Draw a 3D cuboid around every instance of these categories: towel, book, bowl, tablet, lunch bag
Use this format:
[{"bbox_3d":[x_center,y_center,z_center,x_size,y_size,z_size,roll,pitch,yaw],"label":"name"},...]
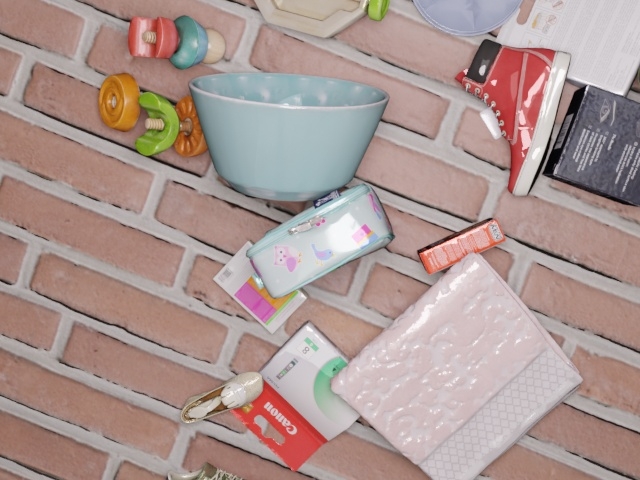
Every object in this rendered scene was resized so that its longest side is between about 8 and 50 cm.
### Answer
[{"bbox_3d":[0.237,0.235,1.286,0.332,0.053,0.317,-43,103,4],"label":"towel"},{"bbox_3d":[-0.105,0.083,1.340,0.144,0.035,0.096,44,99,0],"label":"book"},{"bbox_3d":[-0.053,-0.163,1.200,0.312,0.311,0.163,6,109,3],"label":"bowl"},{"bbox_3d":[0.322,-0.218,1.302,0.083,0.006,0.054,-32,92,5],"label":"tablet"},{"bbox_3d":[0.000,0.000,1.202,0.224,0.279,0.108,-26,88,7],"label":"lunch bag"}]

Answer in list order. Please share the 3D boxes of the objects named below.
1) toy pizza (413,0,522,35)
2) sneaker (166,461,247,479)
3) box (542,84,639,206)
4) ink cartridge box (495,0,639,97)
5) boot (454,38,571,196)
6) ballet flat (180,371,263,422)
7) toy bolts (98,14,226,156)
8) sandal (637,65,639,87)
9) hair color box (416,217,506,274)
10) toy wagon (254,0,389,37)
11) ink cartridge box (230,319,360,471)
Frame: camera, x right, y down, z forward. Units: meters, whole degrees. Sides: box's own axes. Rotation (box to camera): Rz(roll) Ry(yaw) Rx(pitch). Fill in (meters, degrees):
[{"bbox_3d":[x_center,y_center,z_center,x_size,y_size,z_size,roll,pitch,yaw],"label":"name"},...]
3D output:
[{"bbox_3d":[0.248,-0.445,1.276,0.201,0.032,0.201,0,95,2],"label":"toy pizza"},{"bbox_3d":[-0.189,0.439,1.354,0.192,0.064,0.086,-9,99,7],"label":"sneaker"},{"bbox_3d":[0.476,-0.154,1.254,0.158,0.093,0.156,21,95,3],"label":"box"},{"bbox_3d":[0.437,-0.362,1.272,0.232,0.066,0.189,25,96,22],"label":"ink cartridge box"},{"bbox_3d":[0.301,-0.205,1.268,0.176,0.088,0.244,14,102,16],"label":"boot"},{"bbox_3d":[-0.173,0.283,1.332,0.168,0.052,0.057,-28,95,18],"label":"ballet flat"},{"bbox_3d":[-0.252,-0.269,1.295,0.218,0.158,0.228,24,110,41],"label":"toy bolts"},{"bbox_3d":[0.633,-0.329,1.233,0.303,0.086,0.120,-38,68,-2],"label":"sandal"},{"bbox_3d":[0.238,0.009,1.292,0.141,0.072,0.043,-24,92,4],"label":"hair color box"},{"bbox_3d":[0.007,-0.511,1.224,0.267,0.068,0.344,19,108,14],"label":"toy wagon"},{"bbox_3d":[-0.034,0.282,1.341,0.181,0.056,0.224,44,94,0],"label":"ink cartridge box"}]
